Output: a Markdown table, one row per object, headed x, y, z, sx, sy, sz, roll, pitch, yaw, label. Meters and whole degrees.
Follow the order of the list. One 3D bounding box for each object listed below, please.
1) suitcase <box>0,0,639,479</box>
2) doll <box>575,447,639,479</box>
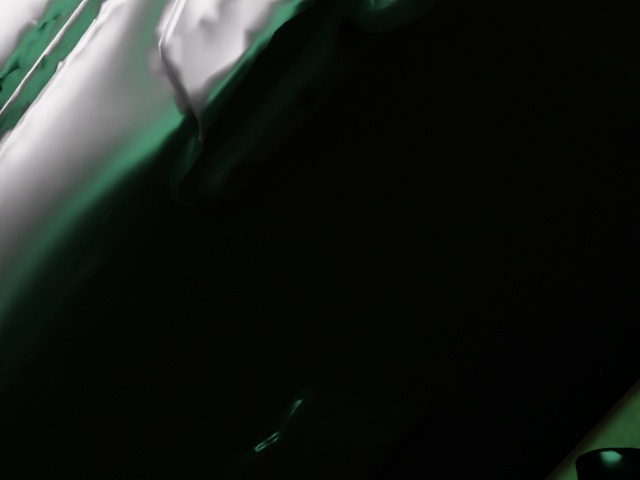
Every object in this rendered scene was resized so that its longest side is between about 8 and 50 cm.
| x | y | z | sx | sy | sz | roll | pitch | yaw | label |
| --- | --- | --- | --- | --- | --- | --- | --- | --- | --- |
| 0.000 | 0.000 | 0.710 | 0.339 | 0.345 | 0.188 | -52 | 52 | 20 | suitcase |
| 0.137 | 0.203 | 0.668 | 0.182 | 0.117 | 0.257 | -19 | 63 | 42 | doll |
